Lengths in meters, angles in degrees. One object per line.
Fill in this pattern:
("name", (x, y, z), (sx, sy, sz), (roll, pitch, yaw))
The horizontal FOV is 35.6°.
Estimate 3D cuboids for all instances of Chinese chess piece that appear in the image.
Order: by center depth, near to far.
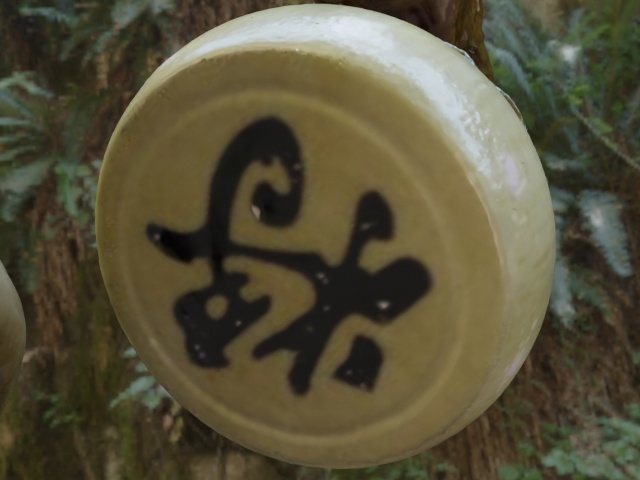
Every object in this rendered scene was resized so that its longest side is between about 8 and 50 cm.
("Chinese chess piece", (0.000, 0.000, 0.554), (0.257, 0.257, 0.104), (-18, 11, 28))

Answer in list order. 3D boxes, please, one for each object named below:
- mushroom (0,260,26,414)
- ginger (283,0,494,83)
("mushroom", (-0.259, 0.073, 0.501), (0.226, 0.178, 0.226), (-33, -27, -20))
("ginger", (0.047, -0.293, 0.991), (0.254, 0.176, 0.418), (13, -42, 23))
